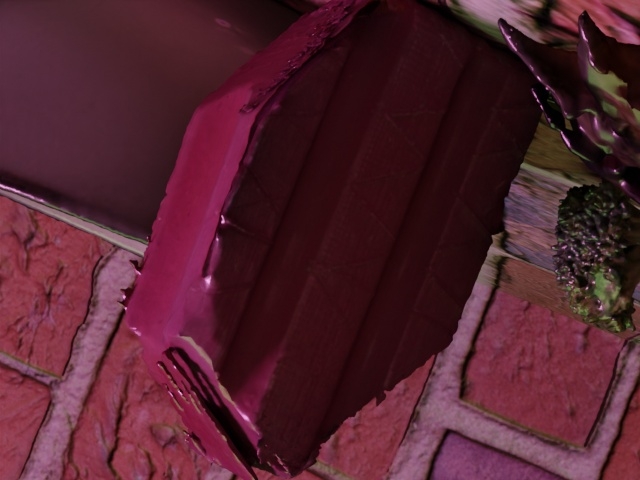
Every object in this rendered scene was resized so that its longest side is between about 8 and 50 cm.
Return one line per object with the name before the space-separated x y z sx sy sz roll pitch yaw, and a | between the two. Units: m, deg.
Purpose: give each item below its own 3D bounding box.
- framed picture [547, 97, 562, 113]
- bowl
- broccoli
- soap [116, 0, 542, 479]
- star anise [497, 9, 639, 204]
framed picture | 0.196 -0.067 1.123 0.149 0.011 0.109 23 176 -17
bowl | -0.104 -0.082 1.256 0.353 0.185 0.354 22 176 2
broccoli | 0.268 0.011 1.345 0.204 0.122 0.118 4 -176 25
soap | 0.000 0.000 1.053 0.182 0.289 0.112 23 173 -26
star anise | 0.203 -0.029 0.943 0.272 0.102 0.272 24 174 3
